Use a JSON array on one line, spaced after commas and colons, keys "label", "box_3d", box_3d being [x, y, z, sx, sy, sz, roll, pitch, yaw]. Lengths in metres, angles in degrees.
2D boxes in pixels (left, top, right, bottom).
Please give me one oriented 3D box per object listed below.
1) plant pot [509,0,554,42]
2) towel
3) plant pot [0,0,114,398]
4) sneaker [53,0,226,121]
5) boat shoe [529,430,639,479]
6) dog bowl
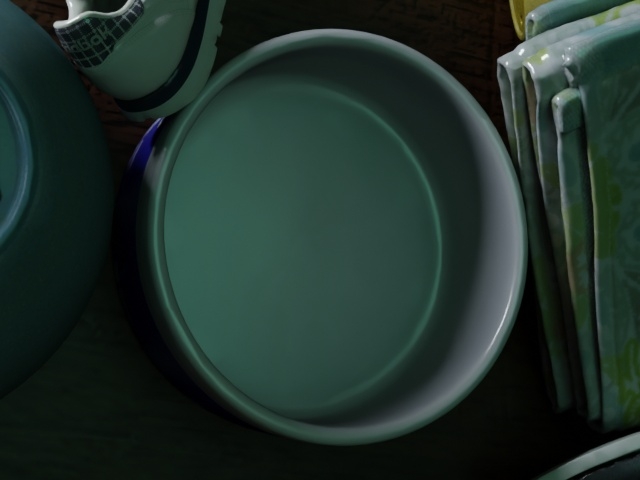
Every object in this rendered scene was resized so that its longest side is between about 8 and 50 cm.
[{"label": "plant pot", "box_3d": [0.192, -0.189, 0.928, 0.095, 0.134, 0.134, -8, 88, 0]}, {"label": "towel", "box_3d": [0.316, -0.053, 0.900, 0.374, 0.090, 0.320, -19, 119, -11]}, {"label": "plant pot", "box_3d": [-0.237, -0.031, 0.676, 0.290, 0.195, 0.290, 2, 85, -24]}, {"label": "sneaker", "box_3d": [-0.104, -0.191, 0.771, 0.095, 0.090, 0.235, 40, 44, -45]}, {"label": "boat shoe", "box_3d": [0.269, 0.169, 0.888, 0.302, 0.114, 0.091, -22, 75, 0]}, {"label": "dog bowl", "box_3d": [0.000, 0.000, 0.828, 0.265, 0.104, 0.265, 2, 85, -23]}]
